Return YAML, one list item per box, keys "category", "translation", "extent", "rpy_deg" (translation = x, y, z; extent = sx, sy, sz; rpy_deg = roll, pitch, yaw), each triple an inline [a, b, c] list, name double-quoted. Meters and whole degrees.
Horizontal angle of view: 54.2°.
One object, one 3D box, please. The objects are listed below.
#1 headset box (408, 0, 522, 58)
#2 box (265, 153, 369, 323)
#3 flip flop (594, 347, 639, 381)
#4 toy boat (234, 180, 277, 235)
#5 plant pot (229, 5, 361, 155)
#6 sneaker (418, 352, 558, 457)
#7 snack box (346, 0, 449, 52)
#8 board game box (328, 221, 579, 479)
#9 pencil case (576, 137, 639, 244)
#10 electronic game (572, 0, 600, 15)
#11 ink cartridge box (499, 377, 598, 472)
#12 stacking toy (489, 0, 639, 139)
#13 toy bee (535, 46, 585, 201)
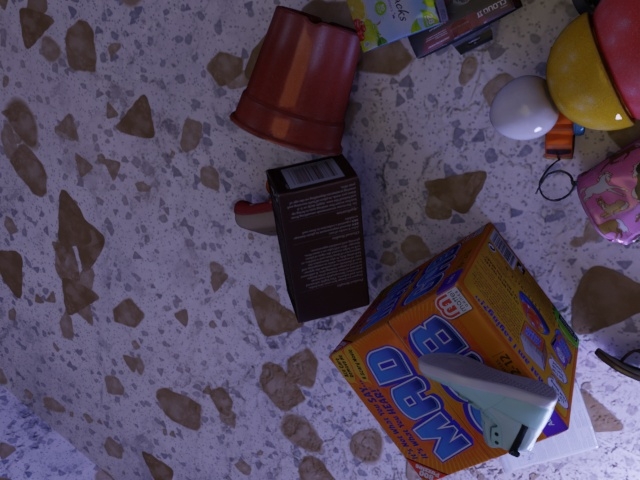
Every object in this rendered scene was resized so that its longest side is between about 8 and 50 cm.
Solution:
- category: "headset box"
  translation: [0.255, -0.525, 1.260]
  extent: [0.218, 0.110, 0.293]
  rpy_deg: [-21, 100, 32]
- category: "box"
  translation: [0.000, 0.000, 1.496]
  extent: [0.191, 0.143, 0.382]
  rpy_deg: [-14, 124, -10]
- category: "flip flop"
  translation: [0.746, 0.276, 1.363]
  extent: [0.277, 0.112, 0.080]
  rpy_deg: [13, 90, 24]
- category: "toy boat"
  translation: [-0.115, -0.098, 1.626]
  extent: [0.231, 0.151, 0.151]
  rpy_deg: [-6, 77, 28]
- category: "plant pot"
  translation: [-0.037, -0.363, 1.400]
  extent: [0.272, 0.272, 0.265]
  rpy_deg: [25, 112, 15]
- category: "sneaker"
  translation: [0.293, 0.311, 1.171]
  extent: [0.255, 0.094, 0.151]
  rpy_deg: [17, 109, 16]
- category: "snack box"
  translation: [0.136, -0.500, 1.224]
  extent: [0.174, 0.070, 0.207]
  rpy_deg: [-10, 107, 33]
- category: "board game box"
  translation: [0.312, 0.243, 1.405]
  extent: [0.356, 0.356, 0.357]
  rpy_deg: [-36, 92, 32]
- category: "pencil case"
  translation: [0.691, -0.141, 1.176]
  extent: [0.386, 0.160, 0.167]
  rpy_deg: [-34, 115, 32]
- category: "electronic game"
  translation: [0.578, -0.496, 1.148]
  extent: [0.229, 0.048, 0.229]
  rpy_deg: [9, 108, 28]
- category: "ink cartridge box"
  translation: [0.529, 0.442, 1.517]
  extent: [0.232, 0.066, 0.189]
  rpy_deg: [-19, 102, 14]
- category: "stacking toy"
  translation: [0.512, -0.307, 1.061]
  extent: [0.479, 0.350, 0.351]
  rpy_deg: [-20, 101, 35]
- category: "toy bee"
  translation: [0.476, -0.230, 1.270]
  extent: [0.195, 0.162, 0.298]
  rpy_deg: [27, 96, 23]
